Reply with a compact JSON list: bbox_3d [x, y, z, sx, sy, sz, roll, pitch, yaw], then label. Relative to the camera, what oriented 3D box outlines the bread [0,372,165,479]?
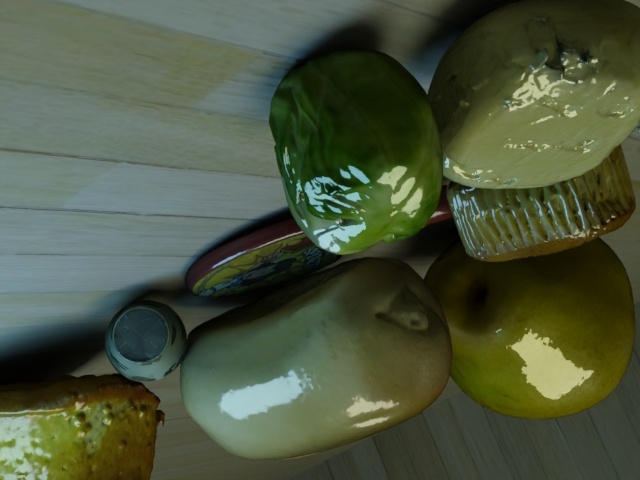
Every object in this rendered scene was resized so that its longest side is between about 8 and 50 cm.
[{"bbox_3d":[-0.418,0.302,1.858,0.336,0.204,0.358,-17,167,34],"label":"bread"}]

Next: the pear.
[{"bbox_3d":[0.359,0.128,2.123,0.362,0.362,0.418,-30,149,25],"label":"pear"}]

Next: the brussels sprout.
[{"bbox_3d":[0.044,-0.095,1.299,0.161,0.223,0.223,-31,170,-31],"label":"brussels sprout"}]

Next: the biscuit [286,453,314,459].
[{"bbox_3d":[0.005,0.227,2.156,0.365,0.062,0.385,-23,-156,-3],"label":"biscuit"}]

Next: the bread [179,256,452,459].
[{"bbox_3d":[0.002,0.183,1.871,0.376,0.253,0.348,-24,-178,22],"label":"bread"}]

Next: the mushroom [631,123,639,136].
[{"bbox_3d":[0.374,-0.181,1.653,0.278,0.099,0.096,-9,115,-28],"label":"mushroom"}]

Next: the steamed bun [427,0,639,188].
[{"bbox_3d":[0.232,-0.177,1.363,0.232,0.166,0.273,-2,152,-20],"label":"steamed bun"}]

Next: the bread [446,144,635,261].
[{"bbox_3d":[0.313,-0.059,1.767,0.253,0.142,0.227,-18,-171,30],"label":"bread"}]

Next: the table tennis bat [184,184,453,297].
[{"bbox_3d":[0.000,0.000,1.819,0.414,0.051,0.268,-17,166,-10],"label":"table tennis bat"}]

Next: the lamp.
[{"bbox_3d":[-0.257,0.150,1.834,0.121,0.121,0.215,-20,174,-8],"label":"lamp"}]
